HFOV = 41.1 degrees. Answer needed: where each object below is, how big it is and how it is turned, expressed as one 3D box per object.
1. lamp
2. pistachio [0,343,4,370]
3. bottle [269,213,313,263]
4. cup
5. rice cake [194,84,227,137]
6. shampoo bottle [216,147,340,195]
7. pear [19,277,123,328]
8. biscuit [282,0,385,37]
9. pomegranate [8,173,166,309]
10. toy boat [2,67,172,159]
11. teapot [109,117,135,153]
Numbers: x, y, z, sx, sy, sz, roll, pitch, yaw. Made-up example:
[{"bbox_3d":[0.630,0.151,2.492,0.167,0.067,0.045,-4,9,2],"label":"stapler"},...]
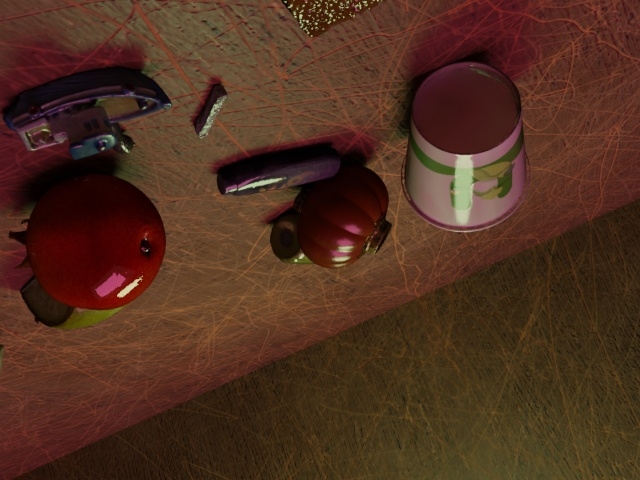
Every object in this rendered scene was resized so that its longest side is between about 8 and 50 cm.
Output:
[{"bbox_3d":[0.044,-0.049,1.733,0.223,0.197,0.223,-59,172,-13],"label":"lamp"},{"bbox_3d":[-0.802,0.296,1.761,0.332,0.207,0.226,-33,-150,-13],"label":"pistachio"},{"bbox_3d":[0.000,0.000,1.965,0.112,0.112,0.260,-32,160,30],"label":"bottle"},{"bbox_3d":[0.268,-0.180,1.572,0.253,0.253,0.274,-22,155,-1],"label":"cup"},{"bbox_3d":[-0.170,-0.197,1.309,0.022,0.022,0.121,-12,161,-29],"label":"rice cake"},{"bbox_3d":[-0.077,-0.126,1.591,0.234,0.049,0.087,-13,159,-26],"label":"shampoo bottle"},{"bbox_3d":[-0.424,0.084,1.696,0.239,0.139,0.288,-16,166,-47],"label":"pear"},{"bbox_3d":[0.005,-0.339,1.085,0.131,0.026,0.237,-27,162,11],"label":"biscuit"},{"bbox_3d":[-0.374,0.001,1.371,0.257,0.220,0.221,1,169,16],"label":"pomegranate"},{"bbox_3d":[-0.304,-0.157,1.136,0.215,0.102,0.088,-19,165,-11],"label":"toy boat"},{"bbox_3d":[-0.304,-0.156,1.244,0.043,0.042,0.110,-22,165,1],"label":"teapot"}]
